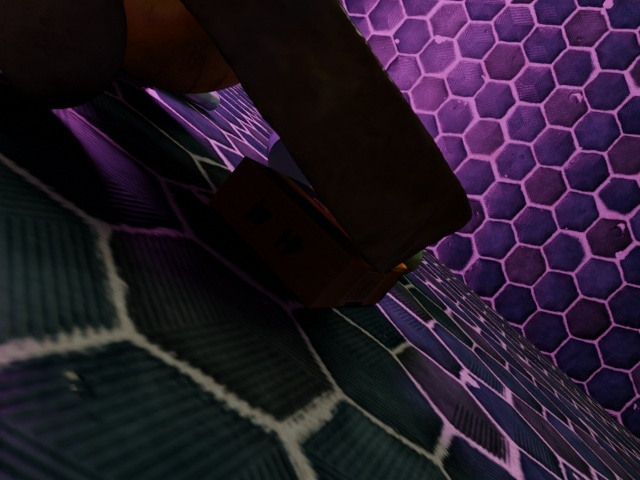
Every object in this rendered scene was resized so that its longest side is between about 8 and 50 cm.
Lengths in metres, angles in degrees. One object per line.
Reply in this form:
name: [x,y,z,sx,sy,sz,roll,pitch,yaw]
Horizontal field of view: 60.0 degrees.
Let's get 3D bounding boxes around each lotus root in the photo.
lotus root: [-0.033,-0.151,0.442,0.390,0.111,0.375,55,9,13]

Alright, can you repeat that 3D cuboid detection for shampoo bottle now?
shampoo bottle: [-0.242,-0.275,0.973,0.069,0.041,0.191,40,8,22]

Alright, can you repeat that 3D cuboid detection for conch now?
conch: [0.154,0.023,1.094,0.095,0.079,0.201,35,-4,3]

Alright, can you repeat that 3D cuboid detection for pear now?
pear: [-0.172,-0.316,0.690,0.281,0.280,0.281,40,10,-8]

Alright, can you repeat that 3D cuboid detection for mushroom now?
mushroom: [-0.205,-0.173,0.385,0.127,0.166,0.166,-14,38,-21]

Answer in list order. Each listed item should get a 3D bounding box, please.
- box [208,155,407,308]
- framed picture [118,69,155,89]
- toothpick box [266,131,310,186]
box: [0.001,0.000,0.618,0.152,0.070,0.237,44,9,18]
framed picture: [-0.323,-0.276,0.748,0.183,0.011,0.142,43,10,10]
toothpick box: [-0.049,-0.157,1.024,0.101,0.101,0.153,38,11,-16]
